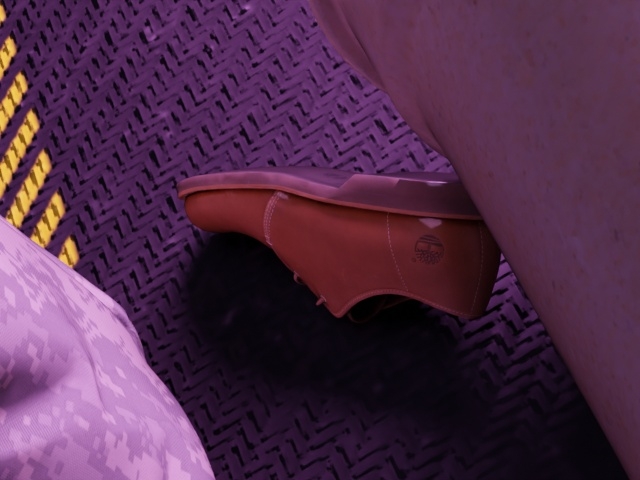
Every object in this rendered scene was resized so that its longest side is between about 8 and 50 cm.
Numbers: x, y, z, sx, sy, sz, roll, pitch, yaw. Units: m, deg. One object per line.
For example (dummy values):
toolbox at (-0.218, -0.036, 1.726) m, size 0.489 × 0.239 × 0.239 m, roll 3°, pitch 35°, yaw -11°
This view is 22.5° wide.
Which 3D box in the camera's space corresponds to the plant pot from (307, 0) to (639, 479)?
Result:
plant pot at (0.186, -0.030, 0.533) m, size 0.334 × 0.334 × 0.305 m, roll -26°, pitch 57°, yaw 15°

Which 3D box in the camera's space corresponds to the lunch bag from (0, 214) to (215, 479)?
lunch bag at (-0.195, 0.070, 0.694) m, size 0.256 × 0.305 × 0.212 m, roll 28°, pitch 76°, yaw 45°

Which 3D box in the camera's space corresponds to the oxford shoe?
oxford shoe at (0.000, 0.000, 0.788) m, size 0.212 × 0.076 × 0.076 m, roll 10°, pitch 101°, yaw 49°
